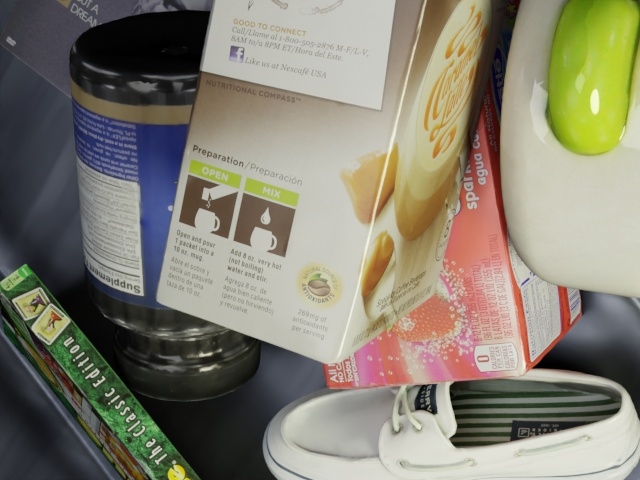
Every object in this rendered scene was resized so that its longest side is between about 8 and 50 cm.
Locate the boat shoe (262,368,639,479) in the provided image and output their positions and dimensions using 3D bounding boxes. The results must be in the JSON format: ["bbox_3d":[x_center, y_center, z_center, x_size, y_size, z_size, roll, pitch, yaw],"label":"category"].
[{"bbox_3d":[0.073,0.101,0.856,0.226,0.083,0.076,-5,143,9],"label":"boat shoe"}]

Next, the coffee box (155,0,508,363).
[{"bbox_3d":[0.017,-0.085,0.681,0.098,0.141,0.246,18,108,18],"label":"coffee box"}]

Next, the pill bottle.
[{"bbox_3d":[-0.084,-0.019,0.886,0.123,0.123,0.219,11,119,21],"label":"pill bottle"}]

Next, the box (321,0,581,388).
[{"bbox_3d":[0.057,-0.057,0.820,0.122,0.128,0.257,-7,100,25],"label":"box"}]

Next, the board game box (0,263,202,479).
[{"bbox_3d":[-0.120,0.137,0.951,0.030,0.136,0.260,-38,83,-15],"label":"board game box"}]

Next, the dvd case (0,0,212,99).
[{"bbox_3d":[-0.099,-0.172,0.925,0.164,0.018,0.221,37,114,13],"label":"dvd case"}]

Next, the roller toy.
[{"bbox_3d":[0.184,-0.066,0.728,0.146,0.209,0.191,7,129,23],"label":"roller toy"}]
